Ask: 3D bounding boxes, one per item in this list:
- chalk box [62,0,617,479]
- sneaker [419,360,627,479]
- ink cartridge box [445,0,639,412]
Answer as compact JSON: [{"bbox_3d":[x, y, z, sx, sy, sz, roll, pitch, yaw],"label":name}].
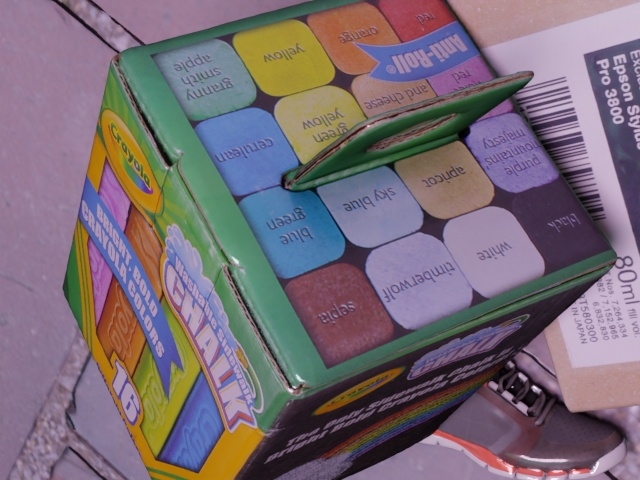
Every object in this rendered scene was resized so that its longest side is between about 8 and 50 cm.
[{"bbox_3d":[0.000,0.000,0.551,0.179,0.180,0.289,60,149,20],"label":"chalk box"},{"bbox_3d":[0.107,0.099,0.680,0.157,0.061,0.065,9,107,27],"label":"sneaker"},{"bbox_3d":[0.191,-0.043,0.556,0.193,0.088,0.235,-13,101,35],"label":"ink cartridge box"}]
